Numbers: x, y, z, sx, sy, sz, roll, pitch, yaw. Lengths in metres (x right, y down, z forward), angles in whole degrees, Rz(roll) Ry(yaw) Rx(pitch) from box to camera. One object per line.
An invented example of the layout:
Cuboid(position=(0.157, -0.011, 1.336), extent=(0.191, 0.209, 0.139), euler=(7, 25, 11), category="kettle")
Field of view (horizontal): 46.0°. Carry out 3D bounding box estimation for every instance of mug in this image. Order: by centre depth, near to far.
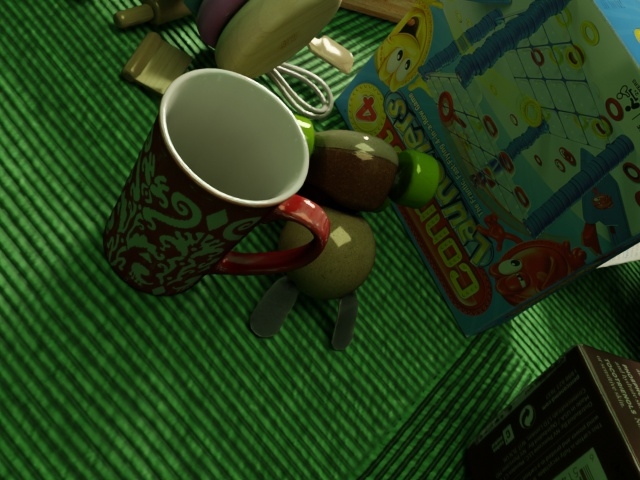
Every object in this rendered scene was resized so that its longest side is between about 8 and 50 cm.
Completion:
Cuboid(position=(-0.088, -0.018, 0.574), extent=(0.113, 0.169, 0.150), euler=(-28, 80, -43), category="mug")

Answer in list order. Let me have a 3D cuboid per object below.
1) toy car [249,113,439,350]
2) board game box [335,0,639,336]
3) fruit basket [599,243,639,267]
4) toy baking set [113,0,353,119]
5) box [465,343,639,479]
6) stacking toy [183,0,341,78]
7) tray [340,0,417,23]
Cuboid(position=(0.000, 0.000, 0.680), extent=(0.154, 0.149, 0.189), euler=(13, 83, -24), category="toy car")
Cuboid(position=(0.185, -0.108, 0.728), extent=(0.086, 0.302, 0.308), euler=(-15, 70, -39), category="board game box")
Cuboid(position=(0.447, -0.085, 0.880), extent=(0.165, 0.353, 0.327), euler=(49, 43, -21), category="fruit basket")
Cuboid(position=(-0.085, -0.188, 0.786), extent=(0.256, 0.030, 0.197), euler=(-38, 92, -37), category="toy baking set")
Cuboid(position=(0.265, 0.220, 0.637), extent=(0.203, 0.168, 0.167), euler=(19, 35, -24), category="box")
Cuboid(position=(-0.127, -0.321, 0.718), extent=(0.141, 0.141, 0.330), euler=(-34, 87, -43), category="stacking toy")
Cuboid(position=(0.135, -0.382, 1.032), extent=(0.410, 0.076, 0.203), euler=(4, 60, -31), category="tray")
